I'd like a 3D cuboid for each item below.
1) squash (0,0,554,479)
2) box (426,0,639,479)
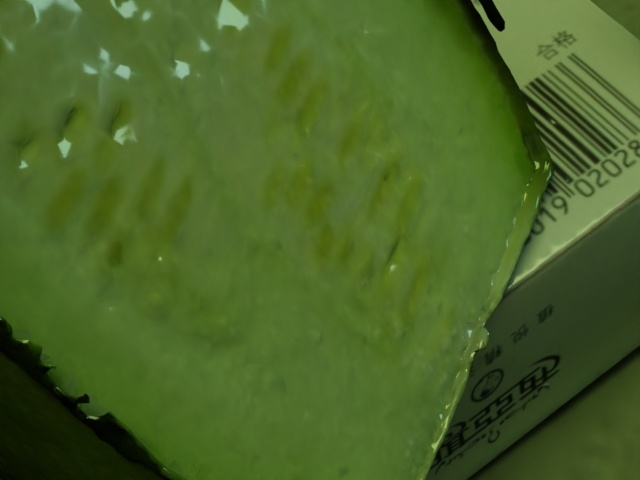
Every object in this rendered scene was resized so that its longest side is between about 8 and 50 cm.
[{"bbox_3d":[-0.062,-0.069,0.600,0.210,0.309,0.234,16,59,21],"label":"squash"},{"bbox_3d":[0.001,0.001,0.803,0.274,0.116,0.203,-36,57,-15],"label":"box"}]
